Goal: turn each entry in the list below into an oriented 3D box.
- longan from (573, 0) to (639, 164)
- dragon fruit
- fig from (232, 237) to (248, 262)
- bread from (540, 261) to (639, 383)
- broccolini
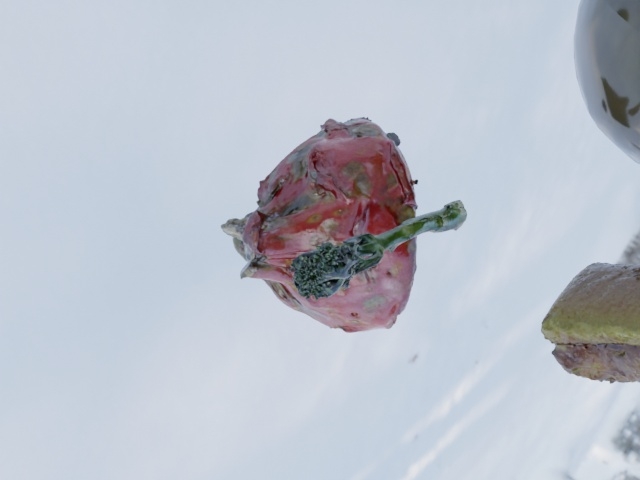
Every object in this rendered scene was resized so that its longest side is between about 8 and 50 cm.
[{"bbox_3d":[0.452,-0.199,0.944,0.404,0.404,0.336,-49,154,-23],"label":"longan"},{"bbox_3d":[0.000,0.000,1.088,0.211,0.134,0.262,-8,102,-19],"label":"dragon fruit"},{"bbox_3d":[-0.086,-0.004,1.451,0.088,0.074,0.074,-29,144,-39],"label":"fig"},{"bbox_3d":[0.301,0.074,0.852,0.132,0.172,0.103,-36,112,-38],"label":"bread"},{"bbox_3d":[0.067,0.009,0.875,0.254,0.071,0.057,-14,112,-48],"label":"broccolini"}]
